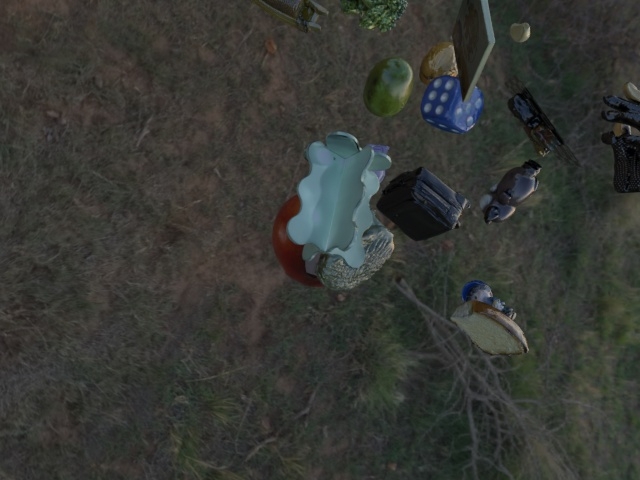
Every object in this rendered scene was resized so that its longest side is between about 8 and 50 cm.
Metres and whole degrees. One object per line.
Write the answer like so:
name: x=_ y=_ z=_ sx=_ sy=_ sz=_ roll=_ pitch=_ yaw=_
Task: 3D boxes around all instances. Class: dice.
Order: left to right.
dice: x=0.411 y=-0.426 z=1.523 sx=0.146 sy=0.146 sz=0.143 roll=17 pitch=99 yaw=-40

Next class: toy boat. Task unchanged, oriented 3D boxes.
toy boat: x=-0.118 y=-0.729 z=1.460 sx=0.310 sy=0.115 sz=0.089 roll=33 pitch=91 yaw=3

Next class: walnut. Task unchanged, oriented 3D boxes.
walnut: x=0.430 y=-0.625 z=1.719 sx=0.180 sy=0.144 sz=0.144 roll=-47 pitch=112 yaw=-35

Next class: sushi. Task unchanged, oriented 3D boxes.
sushi: x=0.720 y=-0.388 z=1.651 sx=0.359 sy=0.064 sz=0.343 roll=54 pitch=19 yaw=-3

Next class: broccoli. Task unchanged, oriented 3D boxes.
broccoli: x=0.194 y=-0.920 z=1.749 sx=0.317 sy=0.277 sz=0.338 roll=21 pitch=48 yaw=9

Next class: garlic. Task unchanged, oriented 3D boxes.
garlic: x=0.563 y=-0.585 z=1.358 sx=0.041 sy=0.083 sz=0.053 roll=-13 pitch=108 yaw=2

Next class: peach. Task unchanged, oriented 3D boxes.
peach: x=0.000 y=0.000 z=1.818 sx=0.388 sy=0.388 sz=0.389 roll=4 pitch=83 yaw=-36

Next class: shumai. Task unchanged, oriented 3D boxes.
shumai: x=0.083 y=0.014 z=1.517 sx=0.271 sy=0.204 sz=0.222 roll=-28 pitch=135 yaw=-12

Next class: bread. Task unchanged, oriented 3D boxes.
bread: x=0.313 y=0.161 z=0.898 sx=0.129 sy=0.126 sz=0.044 roll=40 pitch=63 yaw=-11

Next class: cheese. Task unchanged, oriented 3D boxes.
cheese: x=0.207 y=-0.286 z=1.897 sx=0.105 sy=0.042 sz=0.191 roll=5 pitch=125 yaw=-9

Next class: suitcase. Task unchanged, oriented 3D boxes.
suitcase: x=0.451 y=-0.165 z=2.219 sx=0.339 sy=0.345 sz=0.188 roll=38 pitch=68 yaw=-12

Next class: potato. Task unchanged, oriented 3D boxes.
potato: x=0.298 y=-0.676 z=2.141 sx=0.215 sy=0.304 sz=0.216 roll=0 pitch=64 yaw=0

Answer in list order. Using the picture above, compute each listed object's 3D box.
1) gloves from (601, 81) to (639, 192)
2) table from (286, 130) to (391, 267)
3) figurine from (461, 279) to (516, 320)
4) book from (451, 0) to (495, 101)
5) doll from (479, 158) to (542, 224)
gloves: x=0.524 y=-0.169 z=0.785 sx=0.129 sy=0.106 sz=0.181 roll=-9 pitch=96 yaw=-48
table: x=0.027 y=-0.063 z=0.859 sx=0.166 sy=0.166 sz=0.198 roll=26 pitch=66 yaw=-31
figurine: x=0.417 y=0.154 z=1.209 sx=0.087 sy=0.149 sz=0.086 roll=-22 pitch=129 yaw=-29
book: x=0.375 y=-0.504 z=1.206 sx=0.020 sy=0.295 sz=0.208 roll=-6 pitch=80 yaw=5
doll: x=0.642 y=-0.157 z=1.654 sx=0.117 sy=0.257 sz=0.182 roll=49 pitch=37 yaw=17
